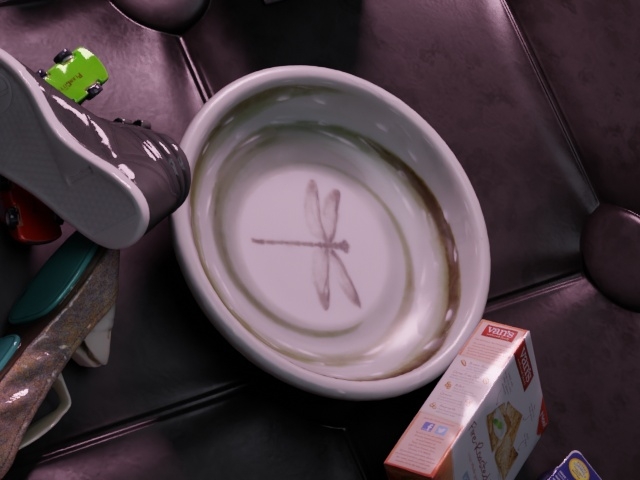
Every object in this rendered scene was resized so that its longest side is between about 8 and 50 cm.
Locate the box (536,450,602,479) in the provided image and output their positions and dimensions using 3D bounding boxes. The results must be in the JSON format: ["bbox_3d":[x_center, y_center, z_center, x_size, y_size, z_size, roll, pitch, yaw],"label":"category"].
[{"bbox_3d":[0.265,0.358,1.854,0.225,0.036,0.136,-39,90,-34],"label":"box"}]

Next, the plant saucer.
[{"bbox_3d":[0.000,0.000,1.829,0.400,0.100,0.400,12,62,-25],"label":"plant saucer"}]

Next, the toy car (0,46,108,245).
[{"bbox_3d":[-0.317,-0.127,1.739,0.239,0.053,0.225,48,54,-3],"label":"toy car"}]

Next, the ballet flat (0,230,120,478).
[{"bbox_3d":[-0.277,0.114,1.637,0.106,0.107,0.316,51,57,-25],"label":"ballet flat"}]

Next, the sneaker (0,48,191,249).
[{"bbox_3d":[-0.258,-0.107,1.680,0.296,0.104,0.147,41,25,14],"label":"sneaker"}]

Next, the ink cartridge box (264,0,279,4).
[{"bbox_3d":[-0.018,-0.442,1.976,0.168,0.171,0.232,-21,80,-35],"label":"ink cartridge box"}]

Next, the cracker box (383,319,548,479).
[{"bbox_3d":[0.166,0.223,1.791,0.232,0.067,0.155,-52,140,-35],"label":"cracker box"}]
